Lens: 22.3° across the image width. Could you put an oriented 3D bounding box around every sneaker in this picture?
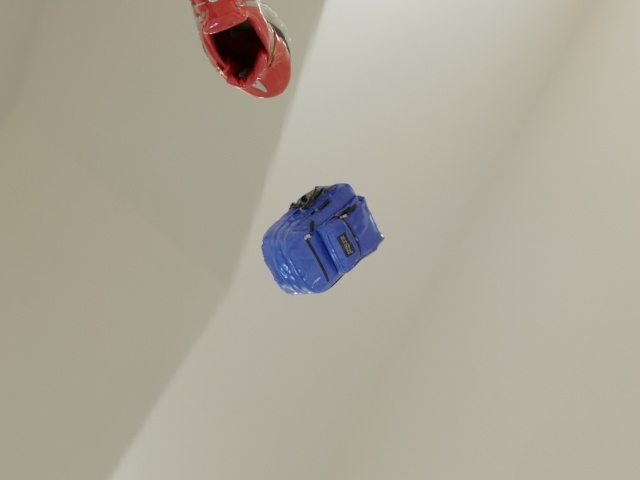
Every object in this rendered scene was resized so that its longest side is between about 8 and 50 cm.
[{"bbox_3d":[-0.097,-0.223,1.912,0.107,0.279,0.118,-16,-114,8],"label":"sneaker"}]

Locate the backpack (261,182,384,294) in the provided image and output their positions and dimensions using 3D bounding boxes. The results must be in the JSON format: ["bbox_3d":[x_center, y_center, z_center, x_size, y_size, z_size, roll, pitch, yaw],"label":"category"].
[{"bbox_3d":[0.000,0.000,1.794,0.101,0.120,0.098,-7,-64,57],"label":"backpack"}]
